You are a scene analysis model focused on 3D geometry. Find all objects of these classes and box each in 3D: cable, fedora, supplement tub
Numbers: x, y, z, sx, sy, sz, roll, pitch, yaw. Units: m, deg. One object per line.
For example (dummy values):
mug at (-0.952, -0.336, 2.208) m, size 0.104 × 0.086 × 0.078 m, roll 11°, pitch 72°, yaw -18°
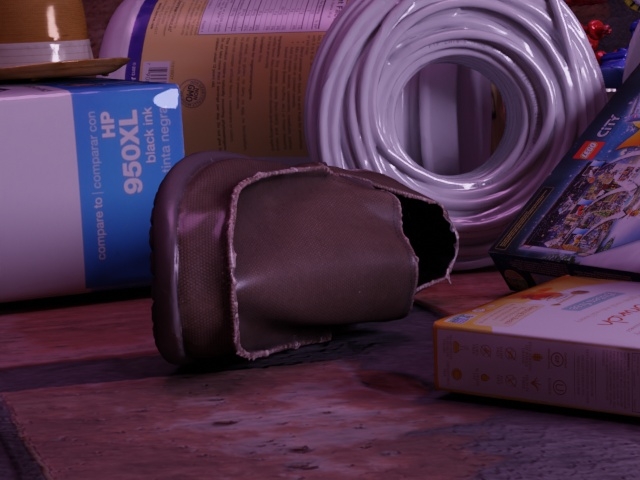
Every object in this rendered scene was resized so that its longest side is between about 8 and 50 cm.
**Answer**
cable at (0.110, -0.104, 1.458) m, size 0.257 × 0.257 × 0.089 m, roll -28°, pitch 7°, yaw -7°
fedora at (-0.254, -0.173, 1.463) m, size 0.194 × 0.079 × 0.194 m, roll -2°, pitch 7°, yaw 0°
supplement tub at (-0.019, -0.121, 1.641) m, size 0.331 × 0.241 × 0.241 m, roll 0°, pitch 9°, yaw 14°

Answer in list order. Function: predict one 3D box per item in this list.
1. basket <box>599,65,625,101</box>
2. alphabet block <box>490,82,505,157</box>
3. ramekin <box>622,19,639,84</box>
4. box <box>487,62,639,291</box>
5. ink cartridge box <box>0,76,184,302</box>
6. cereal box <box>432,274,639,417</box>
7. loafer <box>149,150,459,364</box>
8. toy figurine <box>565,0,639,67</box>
basket at (0.351, -0.167, 1.680) m, size 0.254 × 0.289 × 0.201 m, roll -6°, pitch 2°, yaw -6°
alphabet block at (0.081, -0.142, 1.841) m, size 0.192 × 0.197 × 0.193 m, roll -3°, pitch 9°, yaw 22°
ramekin at (0.378, -0.115, 1.435) m, size 0.135 × 0.277 × 0.277 m, roll -18°, pitch 17°, yaw -38°
box at (0.254, -0.048, 1.322) m, size 0.159 × 0.044 × 0.233 m, roll 8°, pitch 50°, yaw 50°
ink cartridge box at (-0.338, -0.039, 1.415) m, size 0.394 × 0.166 × 0.285 m, roll -7°, pitch 9°, yaw -26°
cereal box at (0.209, 0.062, 1.015) m, size 0.240 × 0.047 × 0.173 m, roll 4°, pitch 10°, yaw 34°
loafer at (0.000, 0.000, 1.185) m, size 0.130 × 0.134 × 0.366 m, roll 1°, pitch 9°, yaw 22°
toy figurine at (0.309, -0.119, 1.895) m, size 0.362 × 0.217 × 0.191 m, roll 42°, pitch -17°, yaw -27°
